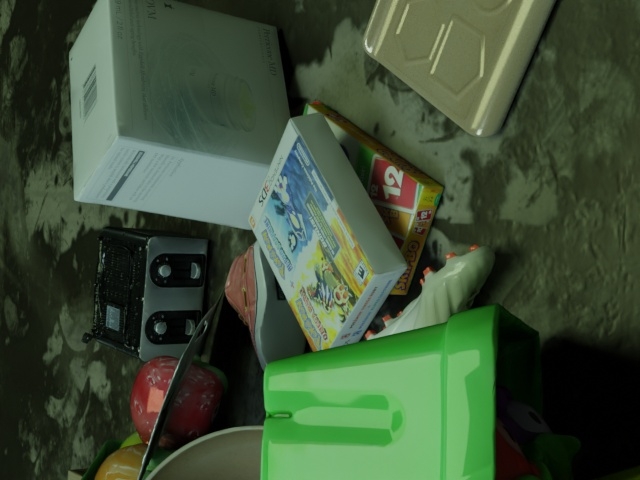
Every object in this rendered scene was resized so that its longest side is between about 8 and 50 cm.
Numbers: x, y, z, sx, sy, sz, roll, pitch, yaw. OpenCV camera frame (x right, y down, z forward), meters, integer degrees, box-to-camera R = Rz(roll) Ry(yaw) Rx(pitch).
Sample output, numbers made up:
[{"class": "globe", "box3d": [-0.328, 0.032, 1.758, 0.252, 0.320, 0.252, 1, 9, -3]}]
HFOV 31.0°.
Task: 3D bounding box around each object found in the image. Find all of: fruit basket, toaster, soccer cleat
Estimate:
[{"class": "fruit basket", "box3d": [-0.179, 0.250, 1.380, 0.327, 0.165, 0.353, -72, 7, -78]}, {"class": "toaster", "box3d": [-0.236, 0.070, 1.565, 0.185, 0.110, 0.168, 9, 95, 54]}, {"class": "fruit basket", "box3d": [0.167, 0.199, 0.849, 0.392, 0.392, 0.283, -8, 78, 54]}, {"class": "soccer cleat", "box3d": [0.116, 0.076, 1.113, 0.076, 0.068, 0.196, 57, 135, 19]}]

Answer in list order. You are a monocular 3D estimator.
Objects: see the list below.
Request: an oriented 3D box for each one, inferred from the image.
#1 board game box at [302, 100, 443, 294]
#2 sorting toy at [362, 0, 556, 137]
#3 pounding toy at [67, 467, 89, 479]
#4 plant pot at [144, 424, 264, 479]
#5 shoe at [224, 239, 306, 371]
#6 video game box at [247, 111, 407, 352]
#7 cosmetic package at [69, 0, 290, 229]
[{"class": "board game box", "box3d": [0.032, -0.055, 1.263, 0.259, 0.039, 0.124, 43, 122, 50]}, {"class": "sorting toy", "box3d": [0.139, -0.227, 1.122, 0.208, 0.038, 0.193, 44, 123, 41]}, {"class": "pounding toy", "box3d": [-0.283, 0.377, 1.597, 0.141, 0.130, 0.100, 4, 91, 55]}, {"class": "plant pot", "box3d": [-0.063, 0.345, 1.209, 0.191, 0.284, 0.284, 89, 174, -76]}, {"class": "shoe", "box3d": [-0.067, 0.086, 1.371, 0.081, 0.063, 0.178, -33, 56, 51]}, {"class": "video game box", "box3d": [0.000, 0.000, 1.230, 0.205, 0.048, 0.187, 62, 151, 26]}, {"class": "cosmetic package", "box3d": [-0.162, -0.153, 1.349, 0.138, 0.224, 0.224, -45, 45, 45]}]
